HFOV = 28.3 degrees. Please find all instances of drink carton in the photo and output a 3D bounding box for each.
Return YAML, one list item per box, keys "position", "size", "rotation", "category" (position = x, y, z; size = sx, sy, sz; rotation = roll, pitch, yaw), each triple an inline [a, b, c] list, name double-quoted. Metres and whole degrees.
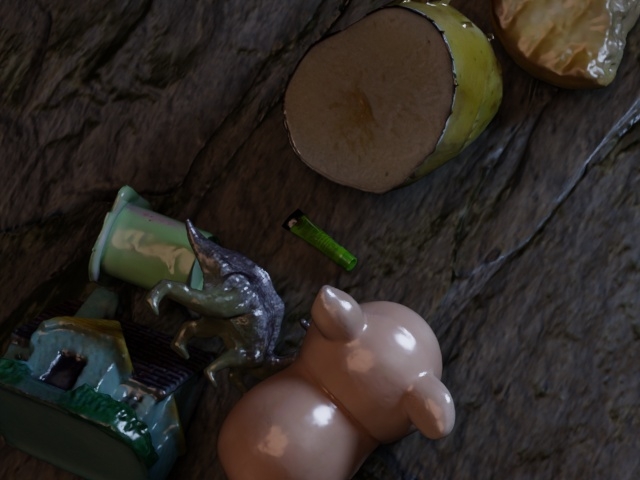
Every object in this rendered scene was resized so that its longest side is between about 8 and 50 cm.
- position: [-0.231, 0.022, 1.814]
  size: [0.142, 0.146, 0.144]
  rotation: [22, 83, 11]
  category: "drink carton"

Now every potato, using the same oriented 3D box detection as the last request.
- position: [0.114, -0.198, 1.753]
  size: [0.300, 0.196, 0.246]
  rotation: [-25, 83, 38]
  category: "potato"

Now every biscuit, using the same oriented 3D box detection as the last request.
- position: [0.346, -0.348, 1.765]
  size: [0.213, 0.091, 0.274]
  rotation: [24, 85, 17]
  category: "biscuit"

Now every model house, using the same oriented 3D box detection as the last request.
- position: [-0.292, 0.182, 1.765]
  size: [0.281, 0.230, 0.248]
  rotation: [20, 58, 17]
  category: "model house"

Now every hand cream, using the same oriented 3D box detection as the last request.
- position: [0.000, 0.000, 1.810]
  size: [0.122, 0.023, 0.036]
  rotation: [37, 79, 21]
  category: "hand cream"

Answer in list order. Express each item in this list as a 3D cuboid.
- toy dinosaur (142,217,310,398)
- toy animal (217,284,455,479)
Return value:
- position: [-0.120, 0.114, 1.737]
  size: [0.162, 0.077, 0.294]
  rotation: [-43, 109, -17]
  category: "toy dinosaur"
- position: [0.014, 0.209, 1.634]
  size: [0.237, 0.269, 0.326]
  rotation: [48, 52, 2]
  category: "toy animal"
